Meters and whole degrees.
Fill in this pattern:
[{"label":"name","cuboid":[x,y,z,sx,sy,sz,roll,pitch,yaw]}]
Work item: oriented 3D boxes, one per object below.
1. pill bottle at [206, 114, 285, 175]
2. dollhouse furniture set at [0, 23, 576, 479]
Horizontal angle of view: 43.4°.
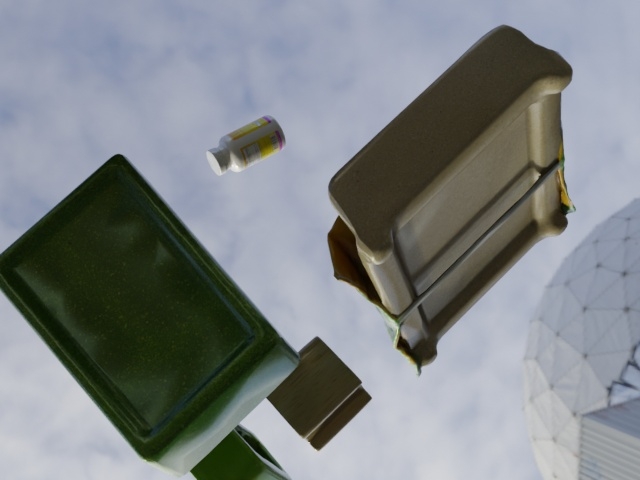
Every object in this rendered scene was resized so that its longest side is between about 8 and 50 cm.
[{"label":"pill bottle","cuboid":[-0.083,-0.103,0.891,0.083,0.043,0.043,-30,-69,-21]},{"label":"dollhouse furniture set","cuboid":[0.000,0.000,0.496,0.301,0.151,0.197,-43,-29,-8]}]
